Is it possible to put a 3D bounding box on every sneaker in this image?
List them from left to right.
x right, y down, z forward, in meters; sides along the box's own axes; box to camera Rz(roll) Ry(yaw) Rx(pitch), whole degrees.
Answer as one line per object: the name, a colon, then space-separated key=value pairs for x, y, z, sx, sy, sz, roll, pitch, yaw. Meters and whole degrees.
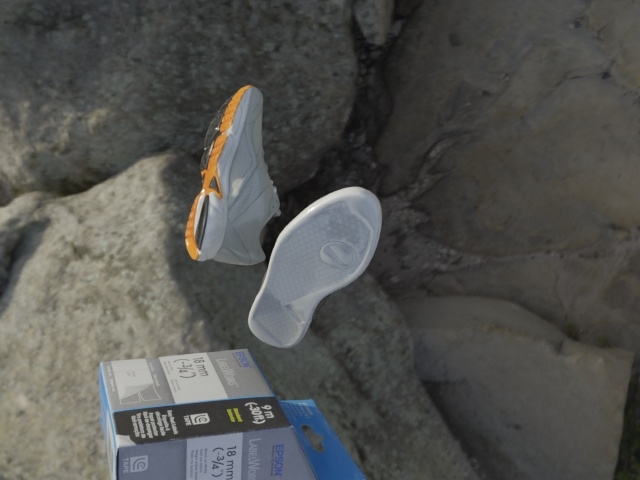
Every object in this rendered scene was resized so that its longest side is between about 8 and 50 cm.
sneaker: x=-0.108 y=-0.088 z=1.199 sx=0.099 sy=0.121 sz=0.263 roll=-3 pitch=73 yaw=63
sneaker: x=0.000 y=0.000 z=1.028 sx=0.104 sy=0.147 sz=0.296 roll=27 pitch=137 yaw=-6

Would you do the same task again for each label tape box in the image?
label tape box: x=-0.128 y=0.248 z=1.167 sx=0.333 sy=0.240 sz=0.106 roll=-2 pitch=109 yaw=-19
